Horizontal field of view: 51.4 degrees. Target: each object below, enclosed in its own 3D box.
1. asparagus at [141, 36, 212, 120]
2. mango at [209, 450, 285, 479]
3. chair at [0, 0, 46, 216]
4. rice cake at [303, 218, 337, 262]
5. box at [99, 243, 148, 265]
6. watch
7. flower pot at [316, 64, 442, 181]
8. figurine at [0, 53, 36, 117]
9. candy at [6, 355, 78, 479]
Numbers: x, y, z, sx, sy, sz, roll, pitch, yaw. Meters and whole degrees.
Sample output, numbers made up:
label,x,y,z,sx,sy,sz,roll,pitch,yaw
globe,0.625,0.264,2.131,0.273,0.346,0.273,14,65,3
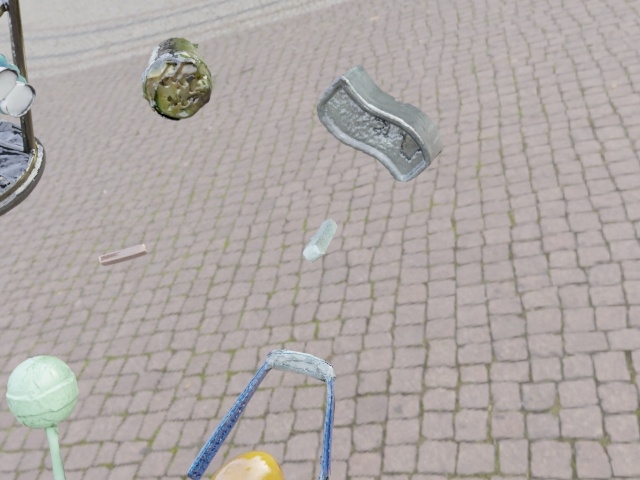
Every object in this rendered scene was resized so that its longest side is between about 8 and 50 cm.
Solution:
label,x,y,z,sx,sy,sz,roll,pitch,yaw
asparagus,-0.282,-0.334,1.307,0.128,0.108,0.382,-37,26,6
mango,-0.125,0.367,0.913,0.184,0.102,0.085,-46,35,3
chair,-0.678,-0.246,1.107,0.364,0.410,0.362,15,52,19
rice cake,0.000,0.000,1.237,0.042,0.030,0.180,-33,9,19
box,-0.484,0.037,1.638,0.115,0.025,0.048,-16,-4,-10
watch,-0.106,0.355,1.336,0.276,0.068,0.275,6,72,3
flower pot,0.107,-0.204,1.183,0.103,0.229,0.108,-53,-3,31
figurine,-0.244,-0.113,0.465,0.106,0.060,0.047,19,89,36
candy,-0.481,0.423,1.224,0.119,0.440,0.119,-6,12,1
